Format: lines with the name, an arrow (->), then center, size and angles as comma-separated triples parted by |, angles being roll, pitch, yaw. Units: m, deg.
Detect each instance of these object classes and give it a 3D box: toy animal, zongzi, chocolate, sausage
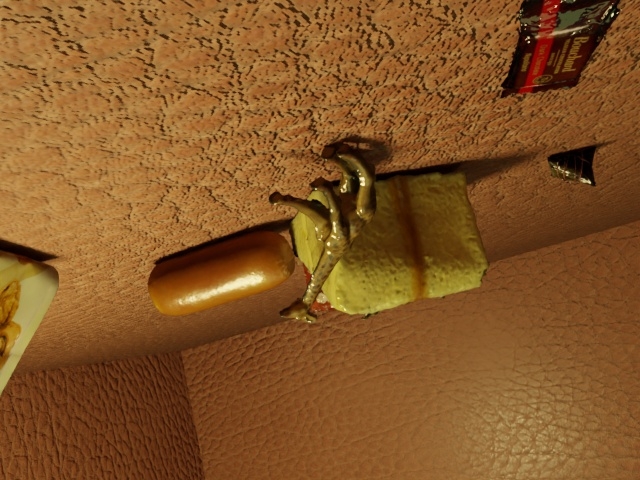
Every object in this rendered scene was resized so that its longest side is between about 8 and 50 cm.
toy animal -> 0.008, -0.004, 0.782 | 0.149, 0.054, 0.276 | -26, 142, -25
zongzi -> 0.427, -0.114, 1.007 | 0.083, 0.074, 0.067 | -18, 150, 16
chocolate -> 0.213, -0.177, 0.557 | 0.085, 0.028, 0.182 | -8, 169, 11
sausage -> -0.173, 0.058, 1.041 | 0.274, 0.105, 0.105 | -17, 168, 20

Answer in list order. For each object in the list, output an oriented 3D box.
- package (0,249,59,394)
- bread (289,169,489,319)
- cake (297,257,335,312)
package -> -0.500, 0.081, 0.740 | 0.164, 0.222, 0.311 | 25, 175, 8
bread -> 0.100, 0.015, 0.980 | 0.263, 0.199, 0.236 | -9, 175, -17
cake -> 0.097, 0.058, 1.259 | 0.282, 0.151, 0.177 | -6, 171, -13
